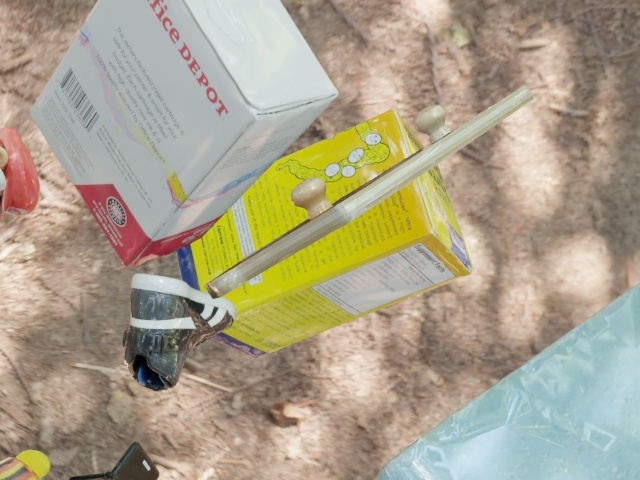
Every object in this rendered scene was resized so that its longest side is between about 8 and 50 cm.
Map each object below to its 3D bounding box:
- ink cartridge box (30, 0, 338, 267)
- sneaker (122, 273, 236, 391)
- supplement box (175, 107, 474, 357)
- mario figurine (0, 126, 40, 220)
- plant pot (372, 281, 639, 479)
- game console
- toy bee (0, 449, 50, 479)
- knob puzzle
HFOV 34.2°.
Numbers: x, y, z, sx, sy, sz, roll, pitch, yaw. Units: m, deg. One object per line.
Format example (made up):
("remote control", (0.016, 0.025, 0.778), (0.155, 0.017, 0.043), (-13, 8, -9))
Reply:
("ink cartridge box", (-0.155, -0.146, 1.106), (0.131, 0.306, 0.226), (-22, 77, -46))
("sneaker", (-0.166, 0.113, 1.182), (0.079, 0.217, 0.121), (7, 80, 19))
("supplement box", (0.000, 0.000, 1.452), (0.357, 0.194, 0.195), (-23, 65, 15))
("mario figurine", (-0.531, -0.098, 1.389), (0.320, 0.198, 0.170), (25, 113, -30))
("plant pot", (0.182, 0.198, 0.577), (0.247, 0.248, 0.252), (-31, 68, -23))
("game console", (-0.333, 0.385, 1.695), (0.107, 0.071, 0.122), (-55, 150, -27))
("toy bee", (-0.516, 0.377, 1.538), (0.162, 0.298, 0.195), (58, 25, 5))
("knob puzzle", (0.004, -0.024, 0.588), (0.213, 0.213, 0.030), (-33, 92, -22))
